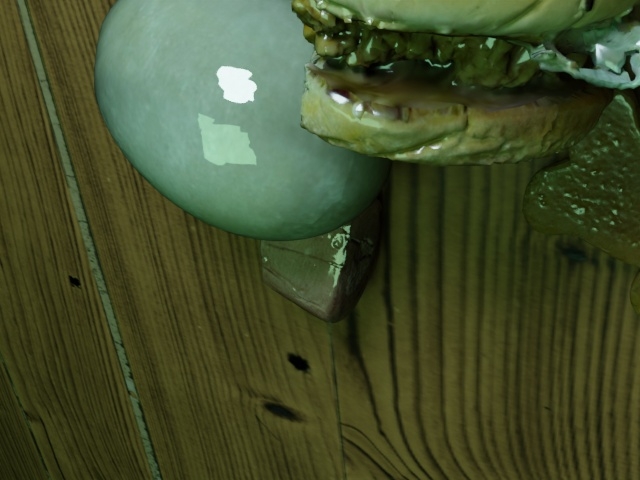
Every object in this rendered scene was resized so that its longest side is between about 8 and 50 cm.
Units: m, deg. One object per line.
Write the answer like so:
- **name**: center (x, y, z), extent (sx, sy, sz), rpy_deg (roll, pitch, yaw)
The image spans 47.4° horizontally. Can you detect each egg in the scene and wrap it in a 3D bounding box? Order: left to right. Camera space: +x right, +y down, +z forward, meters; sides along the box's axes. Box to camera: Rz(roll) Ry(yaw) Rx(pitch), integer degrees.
- **egg**: center (-0.083, -0.143, 0.765), extent (0.352, 0.259, 0.258), rpy_deg (39, 136, 27)

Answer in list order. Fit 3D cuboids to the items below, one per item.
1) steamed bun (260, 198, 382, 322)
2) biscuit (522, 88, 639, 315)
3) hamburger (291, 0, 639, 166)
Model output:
- **steamed bun**: center (0.000, 0.000, 0.909), extent (0.145, 0.106, 0.175), rpy_deg (28, 118, 29)
- **biscuit**: center (0.337, -0.008, 0.667), extent (0.302, 0.049, 0.196), rpy_deg (36, 139, 15)
- **hamburger**: center (0.114, -0.191, 0.557), extent (0.277, 0.318, 0.195), rpy_deg (8, 126, -3)
